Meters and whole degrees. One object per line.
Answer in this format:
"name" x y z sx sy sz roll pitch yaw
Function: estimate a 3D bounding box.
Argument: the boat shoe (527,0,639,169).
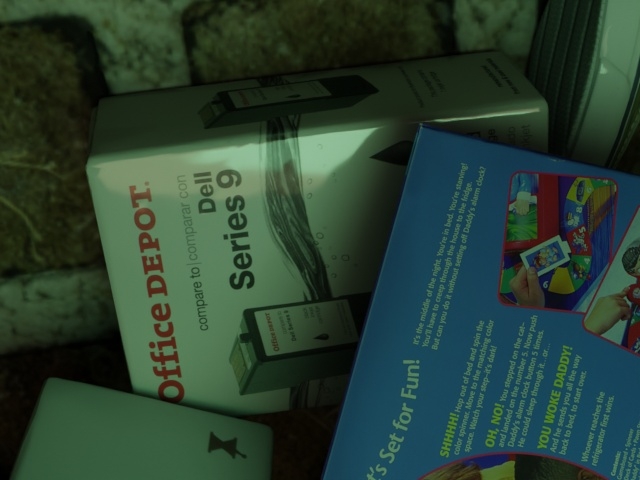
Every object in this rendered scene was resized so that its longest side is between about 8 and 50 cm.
"boat shoe" 0.211 -0.162 0.706 0.094 0.109 0.302 6 113 -13

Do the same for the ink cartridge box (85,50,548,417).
"ink cartridge box" 0.000 0.000 0.746 0.289 0.121 0.211 -8 117 -4

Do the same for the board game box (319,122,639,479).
"board game box" 0.123 0.133 0.585 0.233 0.078 0.347 15 86 14

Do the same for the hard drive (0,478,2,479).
"hard drive" -0.310 0.253 0.866 0.172 0.054 0.254 -26 118 5

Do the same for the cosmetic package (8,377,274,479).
"cosmetic package" -0.170 0.341 0.744 0.162 0.230 0.453 15 124 -9
